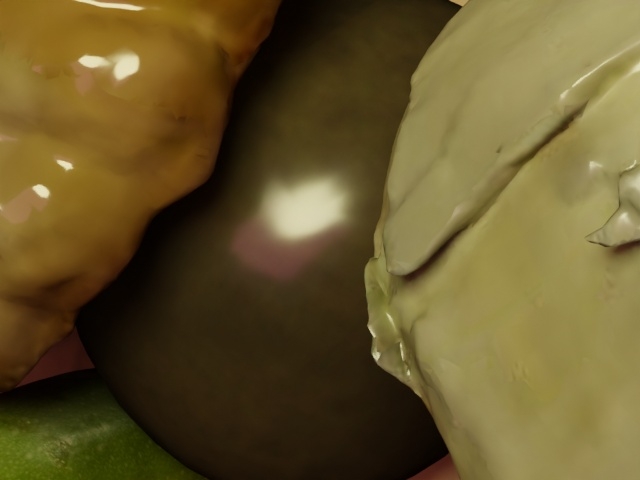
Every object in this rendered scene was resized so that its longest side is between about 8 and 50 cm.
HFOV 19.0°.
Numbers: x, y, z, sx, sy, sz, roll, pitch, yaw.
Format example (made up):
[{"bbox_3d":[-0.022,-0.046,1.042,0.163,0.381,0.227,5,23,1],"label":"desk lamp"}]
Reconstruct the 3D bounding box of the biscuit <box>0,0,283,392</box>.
[{"bbox_3d":[-0.127,-0.098,0.666,0.325,0.107,0.326,-31,46,39],"label":"biscuit"}]

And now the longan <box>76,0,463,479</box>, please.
[{"bbox_3d":[0.000,0.000,0.671,0.189,0.189,0.189,-1,88,19],"label":"longan"}]

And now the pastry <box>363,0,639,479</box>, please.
[{"bbox_3d":[0.133,0.020,0.541,0.133,0.265,0.265,-31,79,35],"label":"pastry"}]

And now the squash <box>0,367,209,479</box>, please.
[{"bbox_3d":[-0.102,0.093,0.685,0.095,0.188,0.095,0,90,21],"label":"squash"}]
